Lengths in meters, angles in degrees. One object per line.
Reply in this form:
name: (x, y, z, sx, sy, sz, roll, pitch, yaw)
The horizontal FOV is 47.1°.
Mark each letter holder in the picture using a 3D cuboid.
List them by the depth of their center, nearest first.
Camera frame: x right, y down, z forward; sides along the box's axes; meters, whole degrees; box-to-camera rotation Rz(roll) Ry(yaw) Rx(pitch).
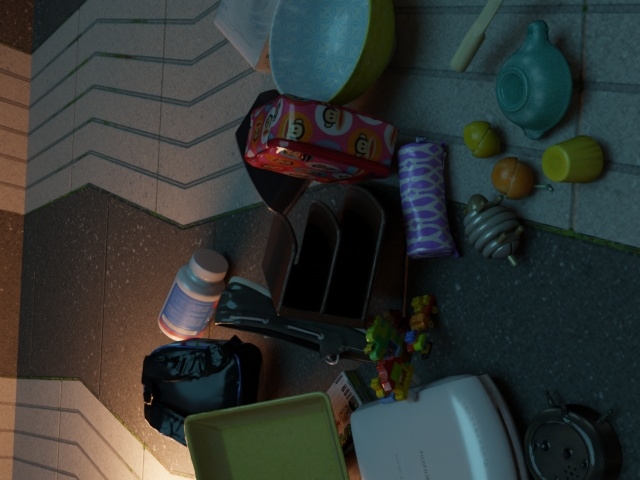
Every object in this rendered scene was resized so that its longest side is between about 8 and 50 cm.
letter holder: (0.000, 0.000, 1.319, 0.302, 0.152, 0.214, -126, 47, -74)

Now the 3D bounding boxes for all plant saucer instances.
plant saucer: (-0.079, 0.470, 1.425, 0.333, 0.081, 0.332, -16, 86, 24)

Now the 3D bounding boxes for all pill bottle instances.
pill bottle: (-0.308, 0.133, 1.803, 0.124, 0.124, 0.221, 54, 128, 37)

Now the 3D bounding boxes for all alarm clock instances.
alarm clock: (0.353, 0.321, 1.046, 0.129, 0.064, 0.192, 7, 97, 50)

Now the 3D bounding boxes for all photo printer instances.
photo printer: (0.195, 0.362, 1.194, 0.308, 0.107, 0.256, -31, 65, 46)

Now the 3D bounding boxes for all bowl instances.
bowl: (0.049, -0.377, 1.368, 0.289, 0.156, 0.289, -4, 85, 51)

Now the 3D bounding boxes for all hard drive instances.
hard drive: (-0.108, -0.198, 1.630, 0.172, 0.054, 0.254, -50, 52, 37)

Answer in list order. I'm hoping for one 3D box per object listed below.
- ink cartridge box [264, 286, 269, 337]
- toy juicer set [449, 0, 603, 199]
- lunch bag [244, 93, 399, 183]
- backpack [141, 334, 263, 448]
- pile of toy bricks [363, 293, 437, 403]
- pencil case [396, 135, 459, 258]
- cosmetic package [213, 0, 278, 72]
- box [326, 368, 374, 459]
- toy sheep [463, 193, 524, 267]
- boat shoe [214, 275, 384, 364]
ink cartridge box: (-0.052, 0.142, 1.484, 0.056, 0.135, 0.099, -24, 71, 44)
toy juicer set: (0.298, -0.219, 1.124, 0.209, 0.090, 0.328, -31, 73, 60)
lunch bag: (0.011, -0.173, 1.337, 0.293, 0.258, 0.120, -175, 96, -72)
backpack: (-0.261, 0.330, 1.639, 0.264, 0.213, 0.276, 4, 89, 20)
pile of toy bricks: (0.115, 0.167, 1.236, 0.118, 0.105, 0.212, -28, 30, 45)
pencil case: (0.181, -0.069, 1.257, 0.086, 0.088, 0.206, 108, 159, -82)
cosmetic package: (-0.095, -0.504, 1.565, 0.224, 0.138, 0.224, 52, 125, 38)
box: (0.033, 0.363, 1.447, 0.207, 0.036, 0.114, -57, 48, 32)
toy sheep: (0.270, -0.015, 1.141, 0.091, 0.091, 0.132, -44, 61, 40)
boat shoe: (-0.036, 0.175, 1.357, 0.112, 0.335, 0.095, 100, -166, -68)
